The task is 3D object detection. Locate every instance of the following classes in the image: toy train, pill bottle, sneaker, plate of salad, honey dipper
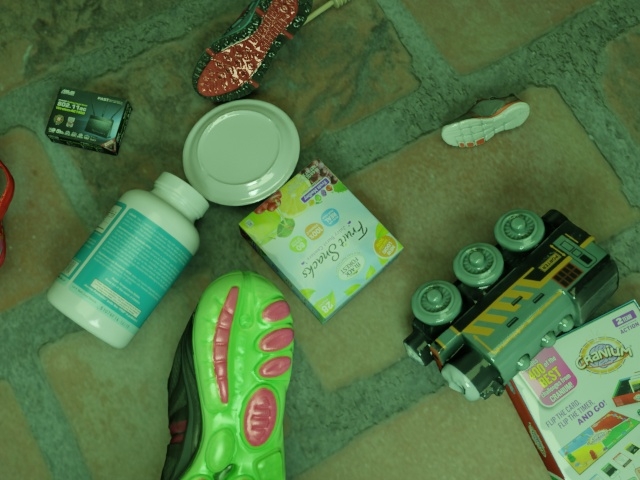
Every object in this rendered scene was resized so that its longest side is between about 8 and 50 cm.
[{"bbox_3d":[0.286,0.092,1.148,0.334,0.142,0.190,-40,51,-11],"label":"toy train"},{"bbox_3d":[-0.286,0.024,1.175,0.146,0.146,0.264,34,77,8],"label":"pill bottle"},{"bbox_3d":[-0.142,0.281,1.103,0.185,0.202,0.483,14,90,-15],"label":"sneaker"},{"bbox_3d":[-0.131,-0.145,1.270,0.199,0.048,0.200,-3,68,7],"label":"plate of salad"},{"bbox_3d":[-0.012,-0.404,1.358,0.160,0.030,0.030,-36,78,-9],"label":"honey dipper"},{"bbox_3d":[-0.113,-0.343,1.311,0.262,0.125,0.104,-42,109,10],"label":"sneaker"},{"bbox_3d":[0.276,-0.210,1.308,0.157,0.061,0.065,-17,49,-7],"label":"sneaker"}]

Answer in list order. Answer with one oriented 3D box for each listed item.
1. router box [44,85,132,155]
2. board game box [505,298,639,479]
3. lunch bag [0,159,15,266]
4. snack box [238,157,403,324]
[{"bbox_3d":[-0.393,-0.203,1.290,0.122,0.038,0.092,12,74,2],"label":"router box"},{"bbox_3d":[0.449,0.283,1.162,0.242,0.064,0.317,-23,76,-7],"label":"board game box"},{"bbox_3d":[-0.604,-0.072,1.166,0.258,0.120,0.293,-14,77,-8],"label":"lunch bag"},{"bbox_3d":[0.000,0.000,1.227,0.174,0.070,0.207,-42,81,-12],"label":"snack box"}]
